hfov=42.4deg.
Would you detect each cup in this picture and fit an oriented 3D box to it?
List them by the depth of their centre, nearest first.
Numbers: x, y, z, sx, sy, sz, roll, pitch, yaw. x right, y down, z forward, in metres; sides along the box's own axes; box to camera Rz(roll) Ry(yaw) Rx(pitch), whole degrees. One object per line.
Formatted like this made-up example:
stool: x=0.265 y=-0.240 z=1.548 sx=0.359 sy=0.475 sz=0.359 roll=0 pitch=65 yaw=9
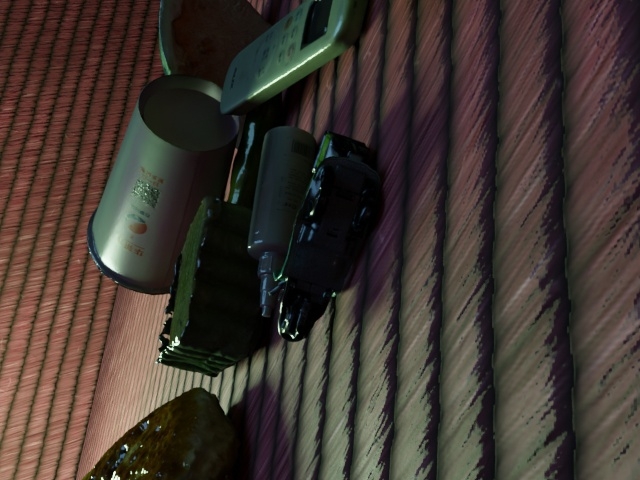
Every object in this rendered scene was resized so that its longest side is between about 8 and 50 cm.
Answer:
cup: x=-0.209 y=-0.081 z=1.152 sx=0.288 sy=0.203 sz=0.203 roll=119 pitch=158 yaw=-50

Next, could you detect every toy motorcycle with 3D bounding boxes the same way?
toy motorcycle: x=0.000 y=0.000 z=0.689 sx=0.100 sy=0.058 sz=0.173 roll=-117 pitch=45 yaw=-76

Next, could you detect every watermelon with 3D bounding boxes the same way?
watermelon: x=-0.167 y=-0.292 z=1.311 sx=0.176 sy=0.256 sz=0.260 roll=17 pitch=83 yaw=29

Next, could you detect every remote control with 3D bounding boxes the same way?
remote control: x=-0.038 y=-0.211 z=0.934 sx=0.309 sy=0.038 sz=0.090 roll=-12 pitch=61 yaw=60

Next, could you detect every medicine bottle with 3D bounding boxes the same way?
medicine bottle: x=-0.042 y=-0.017 z=0.833 sx=0.057 sy=0.057 sz=0.199 roll=137 pitch=143 yaw=-61

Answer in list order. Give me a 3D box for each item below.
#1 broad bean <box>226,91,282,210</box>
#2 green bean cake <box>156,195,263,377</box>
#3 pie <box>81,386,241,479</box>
broad bean: x=-0.091 y=-0.096 z=1.072 sx=0.065 sy=0.046 sz=0.255 roll=-105 pitch=30 yaw=-82
green bean cake: x=-0.117 y=0.060 z=0.944 sx=0.181 sy=0.094 sz=0.173 roll=137 pitch=144 yaw=-62
pie: x=-0.208 y=0.297 z=0.887 sx=0.315 sy=0.092 sz=0.315 roll=-46 pitch=15 yaw=16
